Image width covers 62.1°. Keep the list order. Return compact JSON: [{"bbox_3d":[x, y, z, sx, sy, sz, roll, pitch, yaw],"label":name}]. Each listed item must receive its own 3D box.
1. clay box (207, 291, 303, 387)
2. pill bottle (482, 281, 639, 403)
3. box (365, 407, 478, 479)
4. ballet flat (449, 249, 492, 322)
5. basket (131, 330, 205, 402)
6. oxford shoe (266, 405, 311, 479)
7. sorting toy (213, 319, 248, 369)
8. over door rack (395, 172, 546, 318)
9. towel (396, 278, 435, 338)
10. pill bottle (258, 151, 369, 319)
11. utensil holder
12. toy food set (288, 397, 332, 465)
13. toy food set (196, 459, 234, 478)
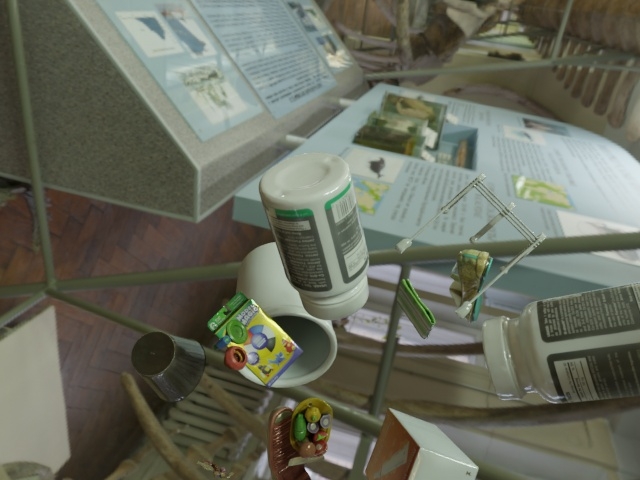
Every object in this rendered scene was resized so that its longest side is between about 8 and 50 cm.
[{"bbox_3d":[-0.166,0.246,1.339,0.127,0.222,0.053,-46,-174,-16],"label":"clay box"},{"bbox_3d":[0.526,0.209,1.058,0.210,0.363,0.210,37,45,-50],"label":"pill bottle"},{"bbox_3d":[0.265,0.640,1.479,0.345,0.168,0.215,164,-53,-83],"label":"box"},{"bbox_3d":[0.466,0.142,1.689,0.348,0.123,0.123,78,27,-53],"label":"ballet flat"},{"bbox_3d":[-0.453,0.358,1.572,0.227,0.154,0.204,79,33,-63],"label":"basket"},{"bbox_3d":[-0.127,0.692,1.726,0.140,0.146,0.397,-17,114,-30],"label":"oxford shoe"},{"bbox_3d":[-0.174,0.204,1.025,0.061,0.042,0.102,27,40,-37],"label":"sorting toy"},{"bbox_3d":[0.372,0.012,1.348,0.324,0.239,0.108,-39,168,-15],"label":"over door rack"},{"bbox_3d":[0.203,0.146,1.120,0.023,0.113,0.152,-31,160,-8],"label":"towel"},{"bbox_3d":[0.000,0.000,1.221,0.204,0.204,0.361,-65,149,-47],"label":"pill bottle"},{"bbox_3d":[-0.126,0.232,1.772,0.385,0.328,0.327,-99,-168,-55],"label":"utensil holder"},{"bbox_3d":[-0.023,0.582,1.576,0.071,0.128,0.217,-148,-117,-72],"label":"toy food set"},{"bbox_3d":[-0.365,0.795,1.841,0.019,0.122,0.078,-68,166,-2],"label":"toy food set"}]
